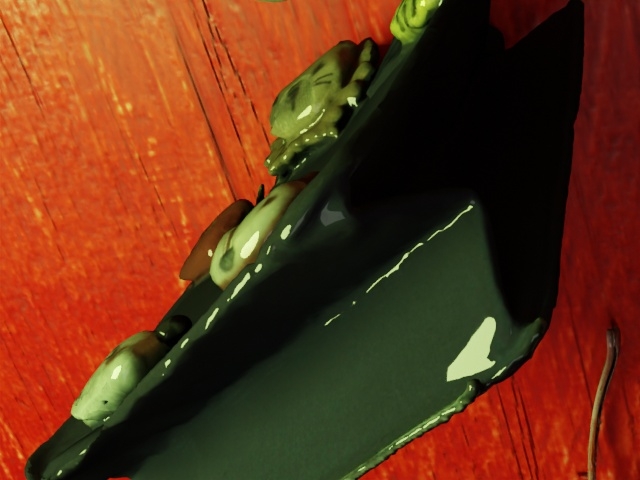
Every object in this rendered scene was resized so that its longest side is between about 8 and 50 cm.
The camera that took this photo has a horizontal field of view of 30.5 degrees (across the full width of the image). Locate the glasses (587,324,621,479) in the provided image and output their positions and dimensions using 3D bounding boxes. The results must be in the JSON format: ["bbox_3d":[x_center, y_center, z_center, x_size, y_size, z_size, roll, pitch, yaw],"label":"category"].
[{"bbox_3d":[0.312,0.178,0.868,0.234,0.118,0.269,0,103,16],"label":"glasses"}]

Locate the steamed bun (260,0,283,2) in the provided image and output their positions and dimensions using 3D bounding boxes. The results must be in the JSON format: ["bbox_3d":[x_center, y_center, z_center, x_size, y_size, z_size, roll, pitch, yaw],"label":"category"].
[{"bbox_3d":[0.031,-0.271,0.426,0.219,0.324,0.310,-9,150,-3],"label":"steamed bun"}]

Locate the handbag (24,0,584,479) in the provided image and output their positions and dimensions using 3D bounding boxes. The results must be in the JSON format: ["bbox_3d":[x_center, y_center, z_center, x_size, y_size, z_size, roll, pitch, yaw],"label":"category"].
[{"bbox_3d":[0.000,0.000,0.650,0.122,0.329,0.303,38,129,-11],"label":"handbag"}]
